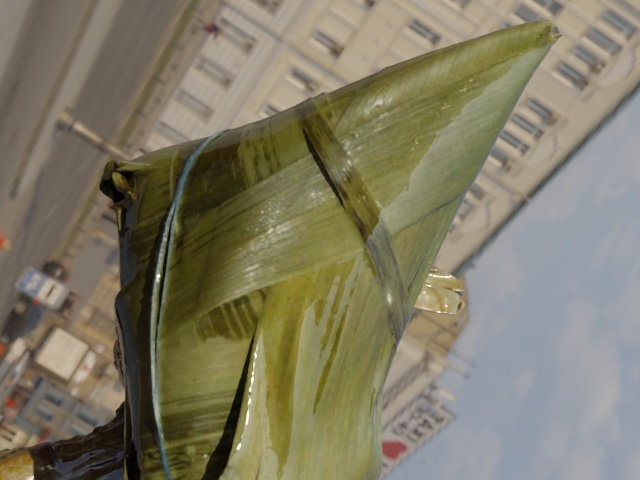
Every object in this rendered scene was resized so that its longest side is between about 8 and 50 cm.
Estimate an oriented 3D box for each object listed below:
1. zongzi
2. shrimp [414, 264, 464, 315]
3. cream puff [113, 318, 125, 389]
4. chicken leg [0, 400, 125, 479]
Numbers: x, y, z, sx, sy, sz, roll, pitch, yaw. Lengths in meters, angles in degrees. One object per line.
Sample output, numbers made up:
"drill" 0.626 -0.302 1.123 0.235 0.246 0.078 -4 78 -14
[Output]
"zongzi" 0.016 0.042 0.552 0.274 0.125 0.251 -18 -111 30
"shrimp" 0.000 0.000 0.994 0.168 0.317 0.077 140 -37 -64
"cream puff" -0.105 0.135 1.085 0.183 0.183 0.169 -55 -141 17
"chicken leg" -0.211 0.206 0.711 0.322 0.177 0.083 -56 -132 27
